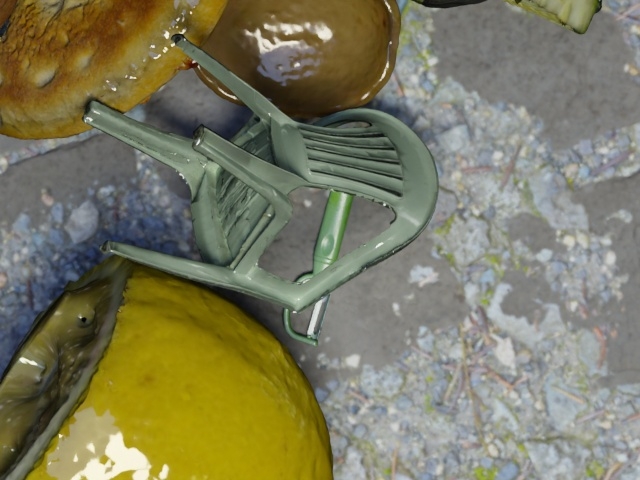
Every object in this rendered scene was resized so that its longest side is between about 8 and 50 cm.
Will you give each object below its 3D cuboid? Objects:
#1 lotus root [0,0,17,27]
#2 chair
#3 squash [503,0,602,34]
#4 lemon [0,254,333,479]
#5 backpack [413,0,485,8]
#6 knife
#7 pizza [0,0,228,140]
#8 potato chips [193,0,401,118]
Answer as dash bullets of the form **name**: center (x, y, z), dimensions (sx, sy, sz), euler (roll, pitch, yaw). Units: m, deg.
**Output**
- **lotus root**: center (-0.382, -0.237, 1.669), dimensions (0.199, 0.188, 0.180), euler (26, 108, 22)
- **chair**: center (-0.052, -0.061, 1.590), dimensions (0.190, 0.275, 0.203), euler (-41, 45, 29)
- **squash**: center (0.108, -0.304, 1.559), dimensions (0.289, 0.203, 0.111), euler (29, 98, 38)
- **lemon**: center (-0.151, 0.216, 1.609), dimensions (0.364, 0.364, 0.364), euler (0, 94, 5)
- **backpack**: center (0.173, -0.337, 1.640), dimensions (0.253, 0.140, 0.207), euler (-11, 92, -1)
- **knife**: center (0.000, 0.000, 1.735), dimensions (0.054, 0.015, 0.212), euler (17, 96, 11)
- **pizza**: center (-0.214, -0.223, 1.685), dimensions (0.335, 0.086, 0.226), euler (-31, 59, 27)
- **potato chips**: center (-0.025, -0.210, 1.693), dimensions (0.208, 0.062, 0.195), euler (-33, 107, 19)
